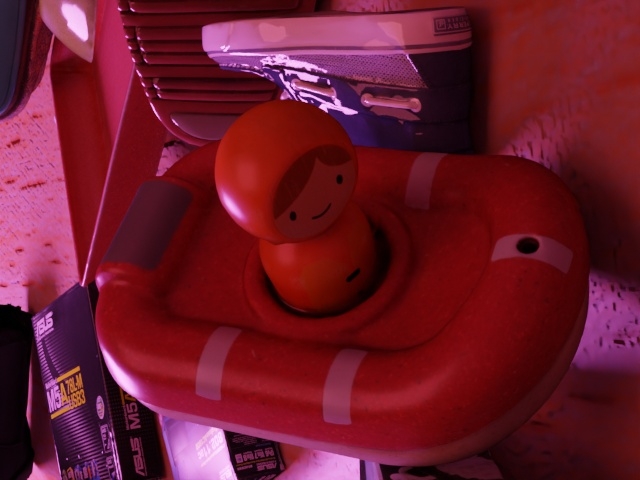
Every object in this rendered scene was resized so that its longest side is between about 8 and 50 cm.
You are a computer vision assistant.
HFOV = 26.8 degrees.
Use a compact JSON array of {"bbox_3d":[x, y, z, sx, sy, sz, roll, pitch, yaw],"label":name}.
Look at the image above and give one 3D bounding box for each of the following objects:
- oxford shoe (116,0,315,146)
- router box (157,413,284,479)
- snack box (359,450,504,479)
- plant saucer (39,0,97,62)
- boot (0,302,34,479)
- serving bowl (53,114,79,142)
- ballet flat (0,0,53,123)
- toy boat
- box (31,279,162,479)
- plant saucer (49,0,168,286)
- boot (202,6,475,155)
[{"bbox_3d":[-0.056,-0.230,0.806,0.130,0.123,0.348,-86,-1,-65],"label":"oxford shoe"},{"bbox_3d":[-0.075,0.143,0.968,0.122,0.038,0.092,-50,54,55],"label":"router box"},{"bbox_3d":[0.055,0.194,0.566,0.322,0.060,0.187,-105,12,-82],"label":"snack box"},{"bbox_3d":[-0.159,-0.235,0.859,0.241,0.037,0.241,-179,90,-79],"label":"plant saucer"},{"bbox_3d":[-0.364,0.194,1.390,0.246,0.094,0.207,-63,-22,-66],"label":"boot"},{"bbox_3d":[-0.203,-0.075,1.166,0.083,0.027,0.083,61,167,24],"label":"serving bowl"},{"bbox_3d":[-0.254,-0.256,1.143,0.106,0.107,0.316,-59,-11,-73],"label":"ballet flat"},{"bbox_3d":[0.000,0.000,0.587,0.151,0.231,0.151,67,-142,-50],"label":"toy boat"},{"bbox_3d":[-0.205,0.137,1.214,0.190,0.045,0.184,-28,74,61],"label":"box"},{"bbox_3d":[-0.154,-0.141,1.011,0.259,0.047,0.258,113,151,-43],"label":"plant saucer"},{"bbox_3d":[0.003,-0.077,0.713,0.190,0.069,0.086,10,109,51],"label":"boot"}]
